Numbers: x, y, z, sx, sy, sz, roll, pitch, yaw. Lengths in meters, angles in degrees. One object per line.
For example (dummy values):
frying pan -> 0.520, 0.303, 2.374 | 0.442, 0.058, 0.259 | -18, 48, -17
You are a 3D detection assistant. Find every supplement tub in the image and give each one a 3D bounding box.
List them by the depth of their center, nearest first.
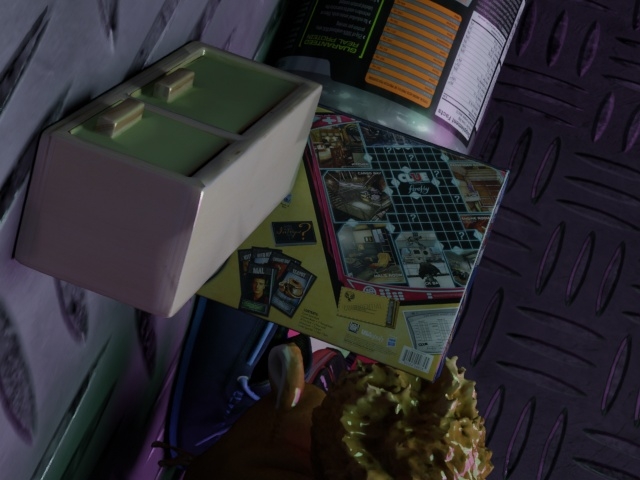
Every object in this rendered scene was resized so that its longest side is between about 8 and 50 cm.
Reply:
supplement tub -> 0.071, -0.183, 1.446 | 0.193, 0.194, 0.316 | 69, 42, -78

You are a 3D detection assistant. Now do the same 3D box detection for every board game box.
board game box -> -0.001, -0.015, 1.181 | 0.042, 0.243, 0.165 | -12, 122, -79

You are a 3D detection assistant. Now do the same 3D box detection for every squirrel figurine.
squirrel figurine -> -0.005, 0.249, 1.305 | 0.397, 0.281, 0.370 | -27, -160, 30

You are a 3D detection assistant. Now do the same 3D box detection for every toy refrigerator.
toy refrigerator -> -0.087, -0.053, 1.028 | 0.269, 0.102, 0.094 | -50, 159, -66

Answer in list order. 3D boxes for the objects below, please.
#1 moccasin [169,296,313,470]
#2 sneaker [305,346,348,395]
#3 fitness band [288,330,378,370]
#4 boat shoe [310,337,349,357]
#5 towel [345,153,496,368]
moccasin -> -0.065, 0.113, 1.529 | 0.137, 0.117, 0.342 | -61, 168, -49
sneaker -> -0.067, 0.215, 1.727 | 0.314, 0.136, 0.116 | -54, 141, -47
fitness band -> 0.018, 0.107, 1.861 | 0.209, 0.054, 0.290 | 15, 108, -44
boat shoe -> 0.000, 0.000, 1.894 | 0.099, 0.116, 0.319 | 47, -43, 49
towel -> 0.090, 0.009, 2.045 | 0.324, 0.056, 0.312 | -67, -155, 6
